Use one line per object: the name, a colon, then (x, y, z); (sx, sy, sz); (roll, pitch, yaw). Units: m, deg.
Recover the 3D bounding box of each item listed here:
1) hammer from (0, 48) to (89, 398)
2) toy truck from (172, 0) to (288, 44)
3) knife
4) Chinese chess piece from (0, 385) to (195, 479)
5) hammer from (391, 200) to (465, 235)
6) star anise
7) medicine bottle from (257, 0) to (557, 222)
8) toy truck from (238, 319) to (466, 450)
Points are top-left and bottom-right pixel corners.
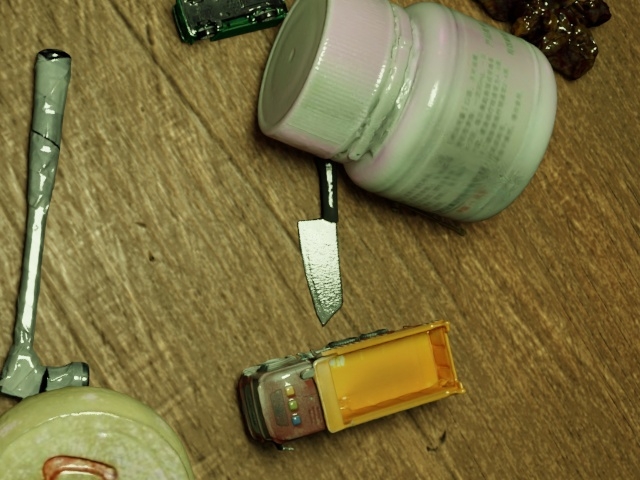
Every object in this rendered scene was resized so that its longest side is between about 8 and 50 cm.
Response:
hammer: (-0.332, -0.023, 1.296); (0.152, 0.044, 0.426); (9, 79, -20)
toy truck: (-0.118, -0.300, 1.395); (0.147, 0.079, 0.065); (-19, 92, -24)
knife: (0.000, 0.000, 1.442); (0.060, 0.028, 0.230); (-4, 88, -11)
Chinese chess piece: (-0.275, 0.300, 1.221); (0.270, 0.112, 0.270); (-2, 95, -20)
hammer: (0.153, -0.033, 1.510); (0.123, 0.014, 0.029); (23, 84, -20)
star anise: (0.332, -0.341, 1.565); (0.220, 0.126, 0.190); (19, 80, -22)
medicine bottle: (0.106, -0.180, 1.376); (0.325, 0.256, 0.256); (17, 78, -21)
toy truck: (0.039, 0.181, 1.371); (0.270, 0.135, 0.114); (-13, 89, -23)
